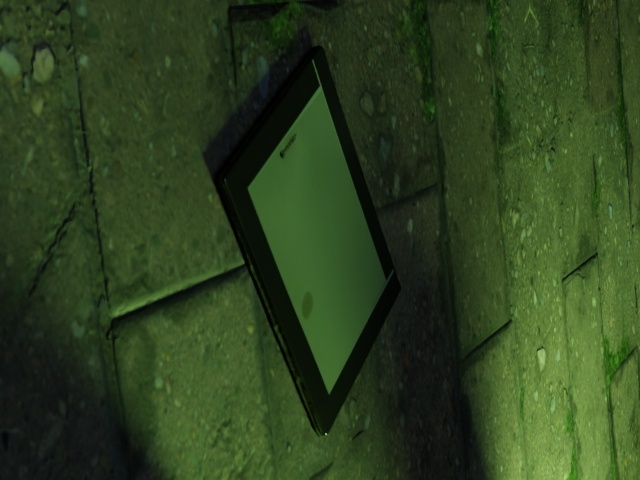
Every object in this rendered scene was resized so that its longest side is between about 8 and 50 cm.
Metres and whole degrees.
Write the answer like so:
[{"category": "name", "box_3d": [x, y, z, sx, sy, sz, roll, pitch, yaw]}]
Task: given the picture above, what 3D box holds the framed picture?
[{"category": "framed picture", "box_3d": [0.000, 0.000, 1.381, 0.265, 0.016, 0.347, -59, 139, -45]}]
